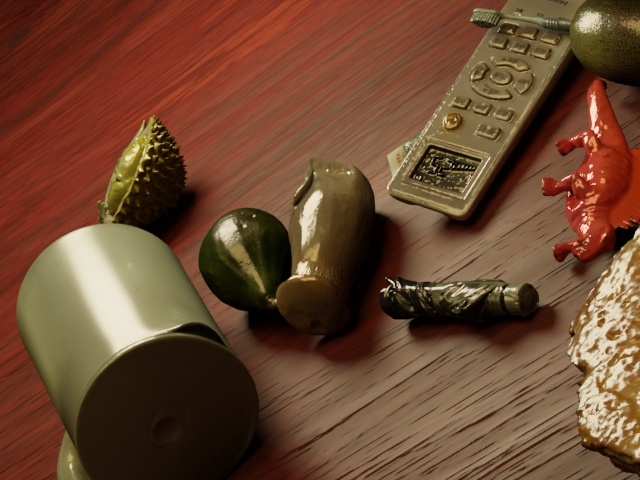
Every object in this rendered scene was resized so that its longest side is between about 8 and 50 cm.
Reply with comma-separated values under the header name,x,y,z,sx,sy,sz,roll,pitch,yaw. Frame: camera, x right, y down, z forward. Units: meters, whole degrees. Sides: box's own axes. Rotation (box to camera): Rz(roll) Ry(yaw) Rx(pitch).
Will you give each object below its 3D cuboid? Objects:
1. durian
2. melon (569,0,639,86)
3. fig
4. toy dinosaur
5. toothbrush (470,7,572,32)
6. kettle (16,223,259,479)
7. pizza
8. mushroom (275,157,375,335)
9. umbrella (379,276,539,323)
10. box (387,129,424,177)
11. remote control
name,x,y,z,sx,sy,sz,roll,pitch,yaw
durian,-0.243,-0.056,2.313,0.208,0.102,0.146,-54,16,33
melon,0.322,-0.205,1.760,0.099,0.099,0.162,-49,36,-12
fig,-0.079,0.032,1.931,0.117,0.117,0.177,-40,21,7
toy dinosaur,0.300,-0.080,1.667,0.139,0.070,0.286,-10,38,31
toothbrush,0.261,-0.232,1.874,0.219,0.016,0.019,11,59,29
kettle,-0.222,0.150,1.872,0.265,0.205,0.318,-41,30,-2
pizza,0.289,0.091,1.417,0.182,0.074,0.365,-27,32,24
mushroom,0.008,-0.006,1.897,0.108,0.096,0.247,-25,34,23
umbrella,0.132,0.061,1.697,0.188,0.046,0.050,0,42,47
box,0.117,-0.101,1.963,0.083,0.024,0.054,-36,30,14
remote control,0.198,-0.151,1.896,0.109,0.055,0.313,20,68,36
